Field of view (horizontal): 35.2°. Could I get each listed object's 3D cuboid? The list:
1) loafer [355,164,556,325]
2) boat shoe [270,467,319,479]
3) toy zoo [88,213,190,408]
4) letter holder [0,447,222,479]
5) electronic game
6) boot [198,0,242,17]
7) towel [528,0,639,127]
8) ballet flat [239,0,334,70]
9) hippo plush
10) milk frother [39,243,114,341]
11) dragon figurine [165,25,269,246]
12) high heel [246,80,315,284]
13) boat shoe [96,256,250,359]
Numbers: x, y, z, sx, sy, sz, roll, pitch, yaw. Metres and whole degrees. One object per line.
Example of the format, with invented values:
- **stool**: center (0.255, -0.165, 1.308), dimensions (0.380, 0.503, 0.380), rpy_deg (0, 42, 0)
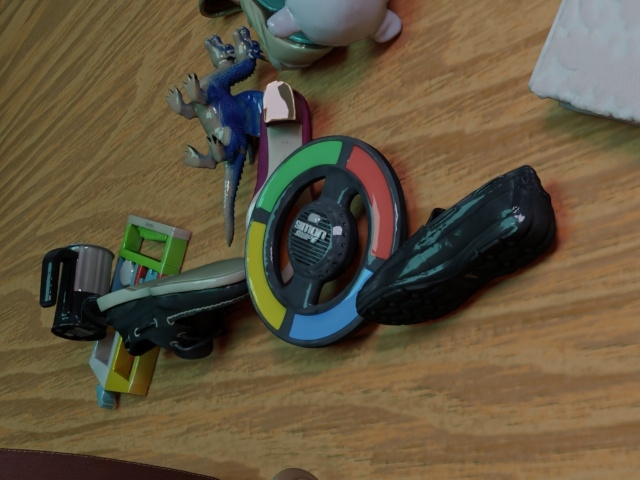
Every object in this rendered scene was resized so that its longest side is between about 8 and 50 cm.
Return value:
- **loafer**: center (0.116, 0.010, 0.902), dimensions (0.223, 0.076, 0.078), rpy_deg (-35, 43, 40)
- **boat shoe**: center (-0.027, 0.360, 0.942), dimensions (0.092, 0.102, 0.285), rpy_deg (-35, 54, 40)
- **toy zoo**: center (-0.284, 0.113, 1.529), dimensions (0.192, 0.030, 0.293), rpy_deg (12, 87, 59)
- **letter holder**: center (-0.228, 0.348, 1.069), dimensions (0.152, 0.301, 0.214), rpy_deg (-66, 32, 14)
- **electronic game**: center (0.000, 0.000, 1.074), dimensions (0.229, 0.048, 0.229), rpy_deg (-14, 69, 42)
- **boot**: center (-0.115, -0.425, 1.463), dimensions (0.213, 0.077, 0.165), rpy_deg (-19, 60, 60)
- **towel**: center (0.315, -0.217, 0.705), dimensions (0.332, 0.053, 0.317), rpy_deg (35, 107, 57)
- **ballet flat**: center (-0.044, -0.263, 1.289), dimensions (0.086, 0.086, 0.248), rpy_deg (-60, 32, 22)
- **hippo plush**: center (0.050, -0.335, 1.090), dimensions (0.294, 0.234, 0.237), rpy_deg (-103, 8, -61)
- **milk frother**: center (-0.343, 0.072, 1.538), dimensions (0.143, 0.129, 0.135), rpy_deg (-4, 67, 12)
- **dragon figurine**: center (-0.107, -0.147, 1.309), dimensions (0.085, 0.144, 0.289), rpy_deg (-30, 77, 48)
- **high heel**: center (-0.045, -0.066, 1.219), dimensions (0.117, 0.082, 0.244), rpy_deg (38, -133, -83)
- **boat shoe**: center (-0.176, 0.098, 1.294), dimensions (0.340, 0.127, 0.113), rpy_deg (-14, 93, 47)
